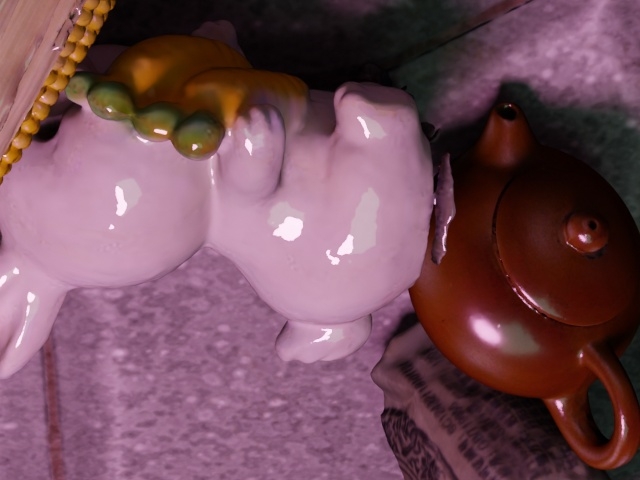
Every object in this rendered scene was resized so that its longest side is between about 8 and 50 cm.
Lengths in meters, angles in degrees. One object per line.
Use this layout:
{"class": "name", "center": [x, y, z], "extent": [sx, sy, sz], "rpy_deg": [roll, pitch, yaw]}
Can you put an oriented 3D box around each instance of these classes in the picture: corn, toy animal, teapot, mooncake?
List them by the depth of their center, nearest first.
{"class": "corn", "center": [-0.175, -0.150, 1.079], "extent": [0.122, 0.123, 0.305], "rpy_deg": [31, 95, 12]}
{"class": "toy animal", "center": [-0.084, -0.030, 1.225], "extent": [0.310, 0.183, 0.247], "rpy_deg": [-2, 133, -9]}
{"class": "teapot", "center": [0.155, 0.031, 1.303], "extent": [0.178, 0.252, 0.135], "rpy_deg": [-16, 168, -27]}
{"class": "mooncake", "center": [0.144, 0.195, 1.436], "extent": [0.136, 0.254, 0.250], "rpy_deg": [-32, 129, 2]}
